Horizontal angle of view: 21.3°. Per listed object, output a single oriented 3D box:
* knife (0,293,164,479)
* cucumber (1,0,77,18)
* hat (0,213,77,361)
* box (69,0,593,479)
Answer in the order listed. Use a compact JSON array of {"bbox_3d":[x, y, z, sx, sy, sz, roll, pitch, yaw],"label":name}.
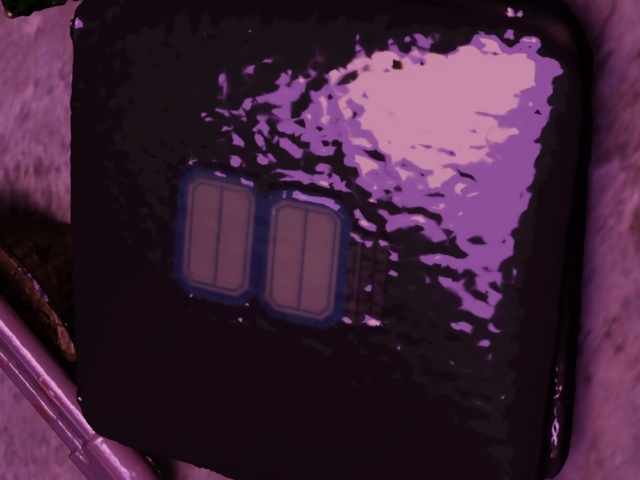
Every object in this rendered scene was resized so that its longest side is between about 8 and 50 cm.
[{"bbox_3d":[-0.247,0.061,1.257,0.399,0.038,0.132,49,155,-3],"label":"knife"},{"bbox_3d":[-0.117,-0.285,1.066,0.096,0.096,0.359,35,121,8],"label":"cucumber"},{"bbox_3d":[-0.200,0.011,1.234,0.146,0.067,0.146,42,161,18],"label":"hat"},{"bbox_3d":[0.000,0.000,1.123,0.350,0.091,0.359,9,112,19],"label":"box"}]
